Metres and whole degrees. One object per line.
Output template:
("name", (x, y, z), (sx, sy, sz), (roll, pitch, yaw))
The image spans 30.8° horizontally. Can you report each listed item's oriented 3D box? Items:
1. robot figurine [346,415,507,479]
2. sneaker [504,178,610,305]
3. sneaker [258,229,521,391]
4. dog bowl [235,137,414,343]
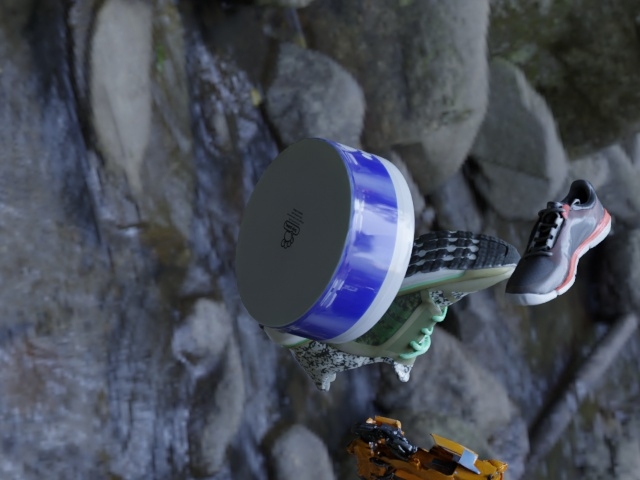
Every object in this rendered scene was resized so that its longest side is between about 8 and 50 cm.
("robot figurine", (0.183, 0.406, 2.056), (0.085, 0.291, 0.211), (-51, 150, -37))
("sneaker", (0.210, -0.002, 1.070), (0.158, 0.061, 0.064), (-46, 123, -38))
("sneaker", (0.121, 0.114, 1.727), (0.182, 0.410, 0.158), (62, 27, -16))
("dog bowl", (0.000, 0.000, 1.551), (0.104, 0.265, 0.264), (17, 63, -34))
